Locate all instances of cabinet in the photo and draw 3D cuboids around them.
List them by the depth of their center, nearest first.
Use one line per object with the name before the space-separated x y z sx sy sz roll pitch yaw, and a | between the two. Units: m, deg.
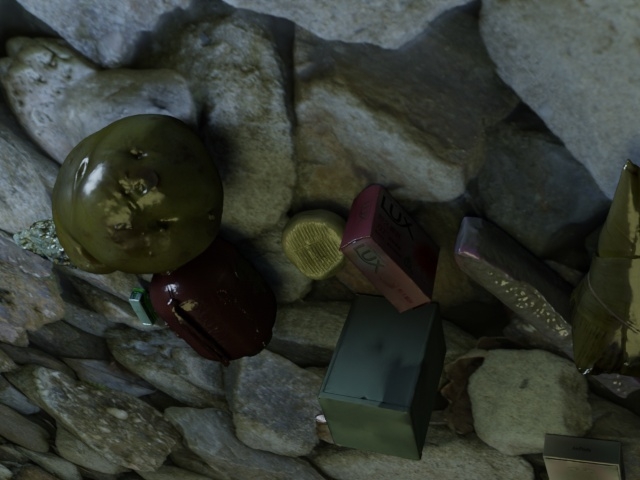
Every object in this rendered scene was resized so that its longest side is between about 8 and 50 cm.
cabinet | 0.106 0.216 1.177 0.145 0.206 0.150 5 138 22

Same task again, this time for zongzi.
zongzi | 0.463 0.049 0.876 0.273 0.145 0.300 8 129 10

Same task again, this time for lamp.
lamp | -0.175 0.104 1.214 0.180 0.180 0.258 -13 128 37

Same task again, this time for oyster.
oyster | -0.473 0.005 1.346 0.177 0.064 0.125 -12 126 34

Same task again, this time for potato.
potato | -0.286 -0.053 1.073 0.351 0.202 0.218 -12 118 46

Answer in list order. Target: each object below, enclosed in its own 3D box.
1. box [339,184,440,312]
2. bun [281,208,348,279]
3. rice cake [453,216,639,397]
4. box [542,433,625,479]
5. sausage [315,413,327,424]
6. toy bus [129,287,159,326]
box | 0.100 0.012 1.025 0.060 0.111 0.156 -25 123 34
bun | 0.000 0.000 1.095 0.115 0.069 0.115 8 118 15
rice cake | 0.337 0.104 1.045 0.399 0.070 0.064 37 143 -16
box | 0.485 0.417 1.343 0.130 0.051 0.129 -1 135 26
sausage | 0.043 0.376 1.539 0.116 0.026 0.026 -10 130 34
toy bus | -0.348 0.131 1.444 0.031 0.037 0.083 5 137 21
